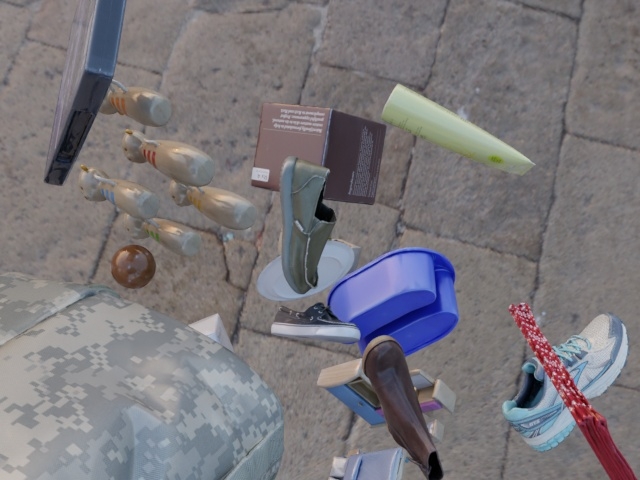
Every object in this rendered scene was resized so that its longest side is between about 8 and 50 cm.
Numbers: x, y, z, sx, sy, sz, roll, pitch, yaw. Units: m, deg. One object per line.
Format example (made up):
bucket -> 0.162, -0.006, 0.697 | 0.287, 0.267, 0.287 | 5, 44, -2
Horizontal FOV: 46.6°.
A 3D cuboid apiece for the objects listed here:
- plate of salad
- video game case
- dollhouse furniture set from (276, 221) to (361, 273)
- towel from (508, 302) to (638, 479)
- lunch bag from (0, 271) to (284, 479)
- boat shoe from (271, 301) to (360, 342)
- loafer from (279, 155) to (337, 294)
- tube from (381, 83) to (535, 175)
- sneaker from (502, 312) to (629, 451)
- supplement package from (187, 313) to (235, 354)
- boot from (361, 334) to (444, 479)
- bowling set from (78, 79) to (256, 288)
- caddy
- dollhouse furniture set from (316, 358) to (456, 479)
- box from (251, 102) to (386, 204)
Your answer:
plate of salad -> -0.031, 0.054, 1.444 | 0.200, 0.199, 0.048 | -18, 59, -9
video game case -> -0.212, -0.181, 0.680 | 0.026, 0.274, 0.195 | 11, 72, -23
dollhouse furniture set -> 0.000, 0.000, 1.968 | 0.129, 0.184, 0.128 | 1, 106, -42
towel -> 0.340, 0.217, 0.983 | 0.031, 0.274, 0.198 | -30, 114, 9
lunch bag -> -0.189, 0.167, 0.485 | 0.256, 0.305, 0.212 | 7, 109, 22
boat shoe -> -0.009, 0.162, 1.502 | 0.080, 0.229, 0.076 | 20, 74, -39
loafer -> -0.018, -0.019, 1.256 | 0.088, 0.251, 0.094 | 2, 28, 9
tube -> 0.211, -0.161, 1.139 | 0.240, 0.062, 0.070 | 27, 38, 4
sneaker -> 0.436, 0.236, 1.326 | 0.122, 0.110, 0.283 | 38, 85, -14
supplement package -> -0.251, 0.340, 1.630 | 0.176, 0.177, 0.292 | -22, 100, -1
boot -> 0.167, 0.316, 1.398 | 0.090, 0.248, 0.207 | -24, 41, -11
bowling set -> -0.231, -0.053, 0.926 | 0.154, 0.287, 0.199 | 21, 67, 35
caddy -> 0.180, 0.153, 1.849 | 0.341, 0.241, 0.179 | -30, 41, 21
dollhouse furniture set -> 0.104, 0.440, 1.628 | 0.198, 0.286, 0.303 | 41, 48, -23
box -> 0.000, -0.166, 1.449 | 0.169, 0.203, 0.166 | 13, 96, 35
